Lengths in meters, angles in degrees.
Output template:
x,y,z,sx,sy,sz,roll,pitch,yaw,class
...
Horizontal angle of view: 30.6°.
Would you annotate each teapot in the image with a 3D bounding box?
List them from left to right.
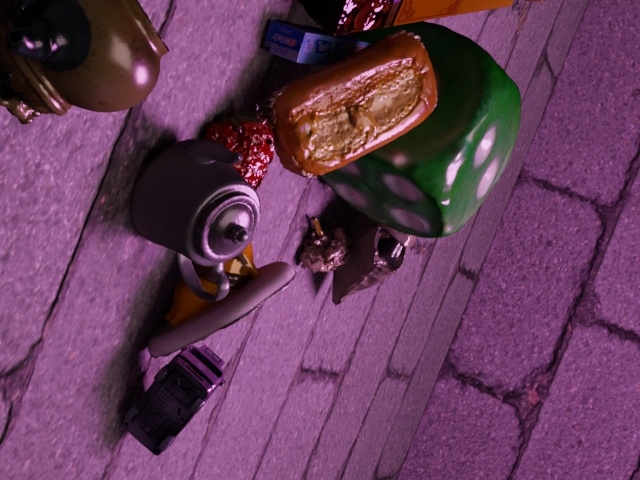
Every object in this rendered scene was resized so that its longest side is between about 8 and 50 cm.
x,y,z,sx,sy,sz,roll,pitch,yaw,class
-0.261,-0.195,1.207,0.183,0.173,0.269,-33,180,-1,teapot
-0.148,-0.027,1.583,0.162,0.149,0.239,-16,128,-42,teapot

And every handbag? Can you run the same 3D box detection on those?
x,y,z,sx,sy,sz,roll,pitch,yaw,class
0.124,-0.035,2.298,0.315,0.109,0.253,-63,-166,-21,handbag

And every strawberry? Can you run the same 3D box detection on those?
x,y,z,sx,sy,sz,roll,pitch,yaw,class
-0.126,-0.112,1.718,0.192,0.085,0.140,-50,156,-36,strawberry

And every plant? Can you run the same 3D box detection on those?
x,y,z,sx,sy,sz,roll,pitch,yaw,class
0.000,0.000,2.206,0.116,0.105,0.122,-108,177,-66,plant

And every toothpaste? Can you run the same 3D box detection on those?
x,y,z,sx,sy,sz,roll,pitch,yaw,class
-0.003,-0.308,1.849,0.272,0.066,0.053,-13,122,-67,toothpaste

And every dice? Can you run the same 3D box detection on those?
x,y,z,sx,sy,sz,roll,pitch,yaw,class
0.169,-0.196,2.080,0.287,0.297,0.300,-59,160,-18,dice

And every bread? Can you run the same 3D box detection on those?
x,y,z,sx,sy,sz,roll,pitch,yaw,class
0.044,-0.210,1.820,0.288,0.119,0.152,-28,106,-25,bread

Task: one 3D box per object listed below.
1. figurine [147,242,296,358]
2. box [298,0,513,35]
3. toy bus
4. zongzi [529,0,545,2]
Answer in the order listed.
x,y,z,sx,sy,sz,roll,pitch,yaw,class
-0.176,0.054,1.744,0.250,0.166,0.141,-33,105,-15,figurine
0.174,-0.473,1.803,0.415,0.116,0.264,-17,144,-37,box
-0.219,0.235,1.761,0.178,0.087,0.098,-50,175,35,toy bus
0.313,-0.486,2.142,0.145,0.300,0.274,-44,163,5,zongzi
